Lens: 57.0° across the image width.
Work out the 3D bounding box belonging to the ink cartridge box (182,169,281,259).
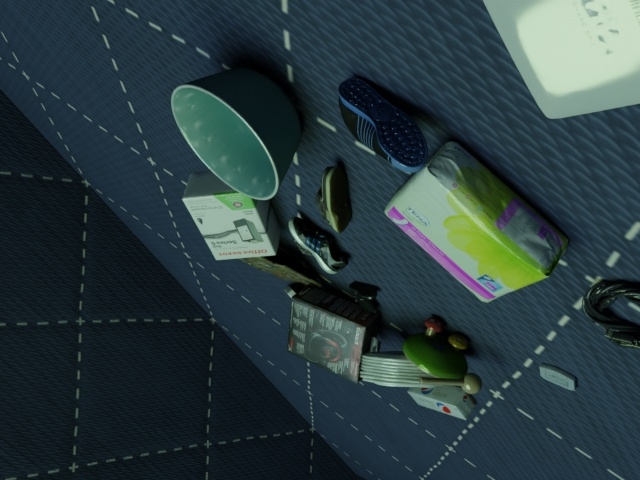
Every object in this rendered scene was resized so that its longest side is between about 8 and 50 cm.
[{"bbox_3d":[-0.248,-0.073,1.712,0.199,0.114,0.272,-5,138,13],"label":"ink cartridge box"}]

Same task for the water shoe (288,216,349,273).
[{"bbox_3d":[0.000,0.000,1.645,0.203,0.073,0.080,47,129,-11],"label":"water shoe"}]

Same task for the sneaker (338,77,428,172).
[{"bbox_3d":[0.114,-0.198,1.079,0.232,0.081,0.090,54,171,25],"label":"sneaker"}]

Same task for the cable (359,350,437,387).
[{"bbox_3d":[0.242,0.364,1.678,0.257,0.089,0.257,4,172,-9],"label":"cable"}]

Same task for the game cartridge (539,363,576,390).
[{"bbox_3d":[0.557,0.319,1.384,0.083,0.017,0.056,20,151,39],"label":"game cartridge"}]

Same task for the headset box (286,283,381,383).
[{"bbox_3d":[0.050,0.293,1.841,0.293,0.110,0.218,19,120,25],"label":"headset box"}]

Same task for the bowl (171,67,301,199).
[{"bbox_3d":[-0.165,-0.260,1.321,0.312,0.163,0.311,33,154,18],"label":"bowl"}]

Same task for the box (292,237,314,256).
[{"bbox_3d":[-0.039,0.017,1.765,0.083,0.018,0.067,10,141,50],"label":"box"}]

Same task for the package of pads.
[{"bbox_3d":[0.284,-0.027,1.114,0.296,0.101,0.229,41,156,1],"label":"package of pads"}]

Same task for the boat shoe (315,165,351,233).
[{"bbox_3d":[0.022,-0.099,1.410,0.073,0.080,0.223,25,155,23],"label":"boat shoe"}]

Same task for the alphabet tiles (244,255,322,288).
[{"bbox_3d":[-0.161,0.090,1.945,0.285,0.011,0.343,30,167,-39],"label":"alphabet tiles"}]

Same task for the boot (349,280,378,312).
[{"bbox_3d":[0.140,0.174,1.727,0.121,0.045,0.099,18,145,55],"label":"boot"}]

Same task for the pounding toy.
[{"bbox_3d":[0.324,0.284,1.542,0.183,0.110,0.237,16,-162,-12],"label":"pounding toy"}]

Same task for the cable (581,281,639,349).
[{"bbox_3d":[0.563,0.133,1.045,0.150,0.047,0.184,56,155,-18],"label":"cable"}]

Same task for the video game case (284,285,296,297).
[{"bbox_3d":[-0.017,0.274,2.054,0.285,0.025,0.204,48,175,-4],"label":"video game case"}]

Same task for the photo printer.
[{"bbox_3d":[0.340,-0.268,0.624,0.308,0.107,0.256,1,133,56],"label":"photo printer"}]

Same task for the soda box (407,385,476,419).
[{"bbox_3d":[0.383,0.497,1.872,0.074,0.069,0.216,52,155,-22],"label":"soda box"}]
